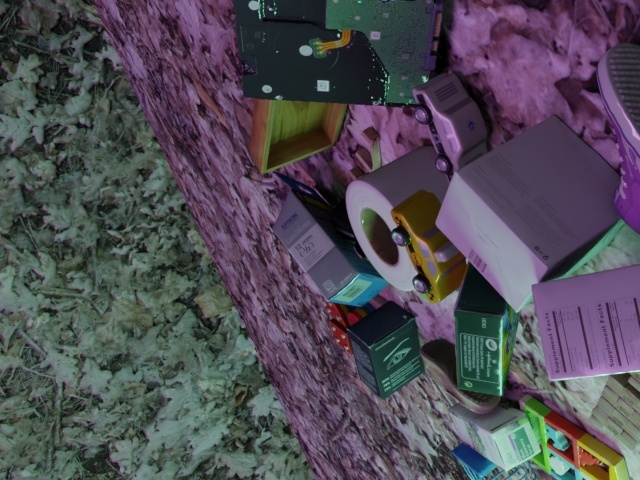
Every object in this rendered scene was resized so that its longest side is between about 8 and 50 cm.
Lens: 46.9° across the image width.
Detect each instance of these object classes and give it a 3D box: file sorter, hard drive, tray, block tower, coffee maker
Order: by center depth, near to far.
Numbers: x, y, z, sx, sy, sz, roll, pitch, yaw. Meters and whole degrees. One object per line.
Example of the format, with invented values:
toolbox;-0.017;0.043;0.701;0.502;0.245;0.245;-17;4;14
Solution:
block tower;0.521;0.208;1.156;0.097;0.091;0.335;46;156;33
hard drive;0.029;-0.340;1.261;0.236;0.339;0.064;89;-173;-53
tray;-0.038;-0.307;1.568;0.076;0.203;0.411;60;160;18
coffee maker;0.116;-0.049;1.718;0.178;0.120;0.171;29;128;51
file sorter;0.413;0.533;1.759;0.104;0.118;0.170;59;171;-8

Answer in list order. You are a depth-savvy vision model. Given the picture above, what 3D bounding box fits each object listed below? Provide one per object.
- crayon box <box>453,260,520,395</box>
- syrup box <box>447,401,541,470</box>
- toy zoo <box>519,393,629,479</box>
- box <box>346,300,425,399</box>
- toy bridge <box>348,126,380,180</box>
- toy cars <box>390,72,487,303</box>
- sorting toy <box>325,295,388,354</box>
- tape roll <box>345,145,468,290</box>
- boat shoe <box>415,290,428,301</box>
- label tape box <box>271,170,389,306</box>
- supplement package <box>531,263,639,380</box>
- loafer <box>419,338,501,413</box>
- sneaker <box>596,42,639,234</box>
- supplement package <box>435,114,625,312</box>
crayon box;0.306;0.076;1.282;0.083;0.322;0.203;6;134;20
syrup box;0.391;0.429;1.682;0.093;0.096;0.237;66;167;-6
toy zoo;0.541;0.465;1.537;0.293;0.030;0.192;32;146;51
box;0.176;0.291;1.963;0.108;0.153;0.207;35;147;49
toy bridge;0.106;-0.179;1.668;0.063;0.026;0.188;52;158;16
toy cars;0.218;-0.089;1.239;0.087;0.177;0.393;2;80;58
sorting toy;0.108;0.241;2.133;0.257;0.089;0.255;35;148;48
tape roll;0.184;-0.043;1.456;0.246;0.169;0.246;52;159;30
boat shoe;0.225;0.087;1.735;0.133;0.049;0.042;49;-174;8
label tape box;0.000;0.000;1.864;0.347;0.115;0.249;50;-168;20
supplement package;0.425;0.101;0.967;0.244;0.139;0.133;-15;77;35
loafer;0.334;0.327;1.739;0.268;0.102;0.092;44;157;57
sneaker;0.414;-0.109;0.967;0.282;0.102;0.161;60;162;-2
supplement package;0.323;-0.042;1.113;0.194;0.203;0.149;51;158;22
